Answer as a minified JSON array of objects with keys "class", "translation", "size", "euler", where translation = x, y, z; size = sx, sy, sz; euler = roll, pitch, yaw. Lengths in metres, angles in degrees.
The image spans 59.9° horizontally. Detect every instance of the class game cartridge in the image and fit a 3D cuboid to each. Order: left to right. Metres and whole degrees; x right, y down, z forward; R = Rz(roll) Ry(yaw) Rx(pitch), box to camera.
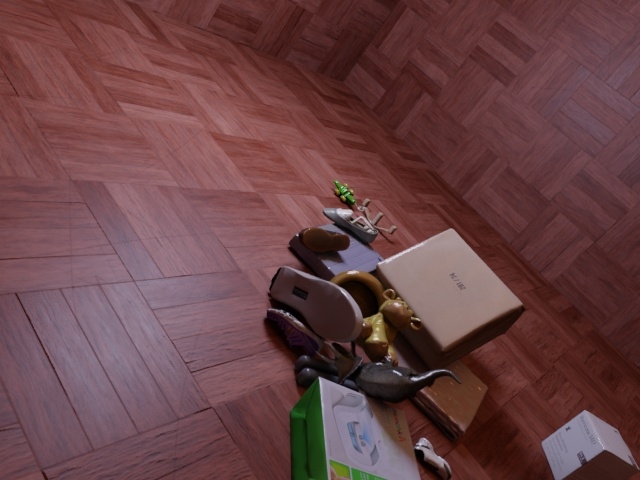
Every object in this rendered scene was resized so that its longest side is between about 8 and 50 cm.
[{"class":"game cartridge","translation":[0.063,0.044,1.831],"size":[0.230,0.068,0.355],"euler":[42,25,17]}]

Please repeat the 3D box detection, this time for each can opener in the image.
[{"class":"can opener","translation":[0.071,0.329,1.333],"size":[0.280,0.093,0.074],"euler":[19,31,-25]}]

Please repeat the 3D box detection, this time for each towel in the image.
[{"class":"towel","translation":[0.318,0.380,1.606],"size":[0.332,0.053,0.317],"euler":[43,27,13]}]

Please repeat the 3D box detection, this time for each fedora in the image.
[{"class":"fedora","translation":[0.095,0.178,1.577],"size":[0.194,0.194,0.079],"euler":[36,-11,-5]}]

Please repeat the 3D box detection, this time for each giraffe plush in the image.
[{"class":"giraffe plush","translation":[0.172,0.224,1.443],"size":[0.181,0.170,0.210],"euler":[54,-8,-13]}]

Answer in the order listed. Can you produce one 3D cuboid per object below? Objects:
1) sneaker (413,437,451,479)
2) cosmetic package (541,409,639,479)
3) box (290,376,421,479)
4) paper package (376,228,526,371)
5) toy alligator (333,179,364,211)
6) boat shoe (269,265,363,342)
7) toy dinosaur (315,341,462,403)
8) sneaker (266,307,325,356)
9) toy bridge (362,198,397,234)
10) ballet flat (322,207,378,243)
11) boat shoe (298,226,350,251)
[{"class":"sneaker","translation":[0.263,0.525,1.317],"size":[0.043,0.040,0.109],"euler":[-21,58,-43]},{"class":"cosmetic package","translation":[0.793,0.638,1.644],"size":[0.151,0.184,0.151],"euler":[31,26,-15]},{"class":"box","translation":[0.067,0.439,1.094],"size":[0.231,0.127,0.262],"euler":[27,26,-19]},{"class":"paper package","translation":[0.355,0.170,1.616],"size":[0.309,0.168,0.325],"euler":[-23,57,-22]},{"class":"toy alligator","translation":[0.114,-0.173,2.274],"size":[0.190,0.056,0.051],"euler":[49,-13,22]},{"class":"boat shoe","translation":[0.024,0.163,1.393],"size":[0.158,0.127,0.340],"euler":[23,5,-41]},{"class":"toy dinosaur","translation":[0.148,0.310,1.209],"size":[0.313,0.121,0.160],"euler":[10,1,43]},{"class":"sneaker","translation":[-0.071,0.222,1.350],"size":[0.170,0.071,0.068],"euler":[32,-1,24]},{"class":"toy bridge","translation":[0.232,-0.086,2.261],"size":[0.026,0.063,0.188],"euler":[-1,44,-53]},{"class":"ballet flat","translation":[0.109,-0.070,1.934],"size":[0.213,0.068,0.072],"euler":[33,26,-11]},{"class":"boat shoe","translation":[0.000,0.000,1.689],"size":[0.073,0.073,0.207],"euler":[10,-2,42]}]
